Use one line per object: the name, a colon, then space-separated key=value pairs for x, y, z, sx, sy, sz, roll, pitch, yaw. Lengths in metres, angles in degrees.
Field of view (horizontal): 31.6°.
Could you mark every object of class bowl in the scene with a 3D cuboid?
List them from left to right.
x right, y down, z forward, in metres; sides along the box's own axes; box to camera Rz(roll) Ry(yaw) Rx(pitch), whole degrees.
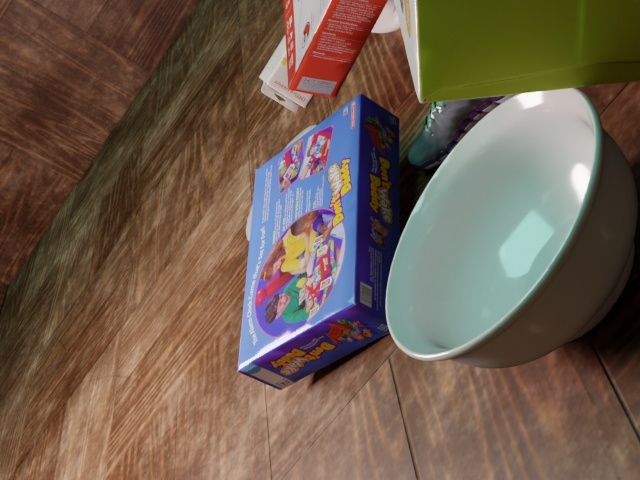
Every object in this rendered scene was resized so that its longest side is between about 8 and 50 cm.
bowl: x=0.203 y=0.009 z=1.088 sx=0.298 sy=0.134 sz=0.298 roll=-47 pitch=24 yaw=29

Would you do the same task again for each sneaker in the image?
sneaker: x=0.169 y=-0.186 z=1.474 sx=0.223 sy=0.098 sz=0.083 roll=-44 pitch=26 yaw=35

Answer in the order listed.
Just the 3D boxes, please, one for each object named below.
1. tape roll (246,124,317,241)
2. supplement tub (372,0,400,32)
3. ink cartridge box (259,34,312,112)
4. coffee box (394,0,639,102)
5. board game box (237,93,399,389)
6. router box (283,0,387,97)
tape roll: x=-0.032 y=-0.075 z=1.826 sx=0.219 sy=0.072 sz=0.219 roll=-47 pitch=25 yaw=29
supplement tub: x=0.109 y=-0.468 z=1.922 sx=0.144 sy=0.144 sz=0.200 roll=-34 pitch=32 yaw=49
ink cartridge box: x=-0.048 y=-0.328 z=2.169 sx=0.143 sy=0.092 sz=0.090 roll=-57 pitch=21 yaw=7
coffee box: x=0.233 y=-0.361 z=1.051 sx=0.334 sy=0.338 sz=0.338 roll=-93 pitch=-2 yaw=-56
board game box: x=0.000 y=0.000 z=1.541 sx=0.233 sy=0.078 sz=0.347 roll=-32 pitch=42 yaw=39
router box: x=0.027 y=-0.443 z=1.727 sx=0.301 sy=0.082 sz=0.335 roll=121 pitch=151 yaw=-51
